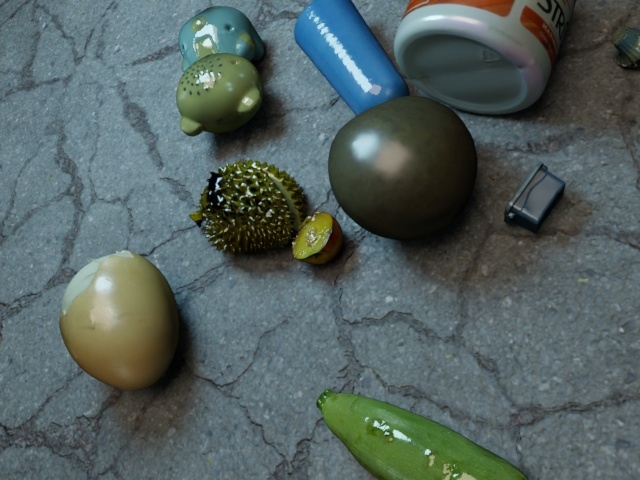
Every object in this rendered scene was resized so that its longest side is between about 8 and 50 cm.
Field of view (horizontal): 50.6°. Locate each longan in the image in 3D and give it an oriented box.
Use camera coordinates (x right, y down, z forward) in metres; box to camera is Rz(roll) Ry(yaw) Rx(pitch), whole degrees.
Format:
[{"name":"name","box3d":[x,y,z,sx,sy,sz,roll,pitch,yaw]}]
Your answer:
[{"name":"longan","box3d":[0.130,-0.122,1.074,0.248,0.248,0.248,-10,64,21]}]

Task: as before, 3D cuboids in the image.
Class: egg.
[{"name":"egg","box3d":[-0.346,0.144,1.186,0.201,0.201,0.244,-32,70,9]}]

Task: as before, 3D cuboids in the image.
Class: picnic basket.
[{"name":"picnic basket","box3d":[0.506,-0.307,1.079,0.083,0.083,0.065,23,73,-14]}]

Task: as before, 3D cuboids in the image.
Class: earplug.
[{"name":"earplug","box3d":[0.068,-0.319,1.247,0.132,0.132,0.272,-34,61,7]}]

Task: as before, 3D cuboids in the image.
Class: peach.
[{"name":"peach","box3d":[0.000,0.001,1.170,0.098,0.061,0.098,-29,41,28]}]

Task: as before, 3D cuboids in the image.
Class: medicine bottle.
[{"name":"medicine bottle","box3d":[0.270,-0.366,1.095,0.253,0.252,0.240,14,75,29]}]

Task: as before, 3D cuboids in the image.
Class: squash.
[{"name":"squash","box3d":[0.131,0.299,0.945,0.371,0.118,0.118,24,79,33]}]

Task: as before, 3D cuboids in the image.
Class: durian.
[{"name":"durian","box3d":[-0.154,-0.071,1.228,0.238,0.138,0.193,-10,64,21]}]

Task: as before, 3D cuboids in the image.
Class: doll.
[{"name":"doll","box3d":[-0.201,-0.331,1.353,0.177,0.161,0.260,-16,60,16]}]

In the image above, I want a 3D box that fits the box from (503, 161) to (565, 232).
[{"name":"box","box3d":[0.331,-0.062,1.042,0.054,0.074,0.099,35,85,19]}]
